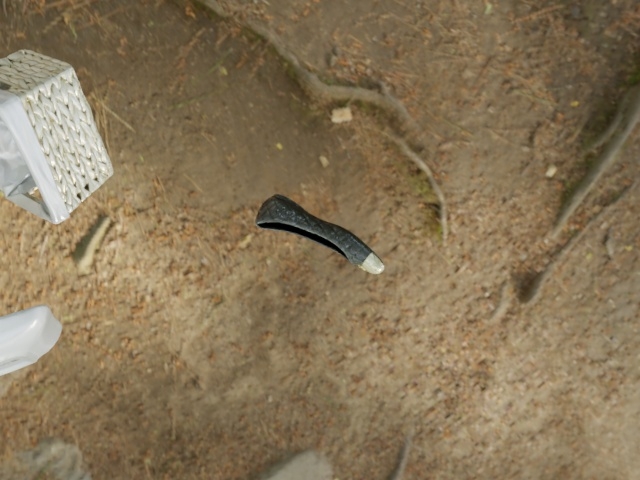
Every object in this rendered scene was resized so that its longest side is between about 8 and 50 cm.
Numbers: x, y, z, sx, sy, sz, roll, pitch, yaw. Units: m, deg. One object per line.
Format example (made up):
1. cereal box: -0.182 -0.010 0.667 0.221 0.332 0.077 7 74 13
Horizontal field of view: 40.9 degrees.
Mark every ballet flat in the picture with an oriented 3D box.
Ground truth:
1. ballet flat: 0.000 0.000 1.055 0.049 0.173 0.057 -58 166 -16

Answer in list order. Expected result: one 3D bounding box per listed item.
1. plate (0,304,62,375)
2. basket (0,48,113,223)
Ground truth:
1. plate: -0.427 0.146 0.956 0.278 0.277 0.045 -18 84 -16
2. basket: -0.323 -0.122 0.979 0.103 0.113 0.167 -44 140 -31
